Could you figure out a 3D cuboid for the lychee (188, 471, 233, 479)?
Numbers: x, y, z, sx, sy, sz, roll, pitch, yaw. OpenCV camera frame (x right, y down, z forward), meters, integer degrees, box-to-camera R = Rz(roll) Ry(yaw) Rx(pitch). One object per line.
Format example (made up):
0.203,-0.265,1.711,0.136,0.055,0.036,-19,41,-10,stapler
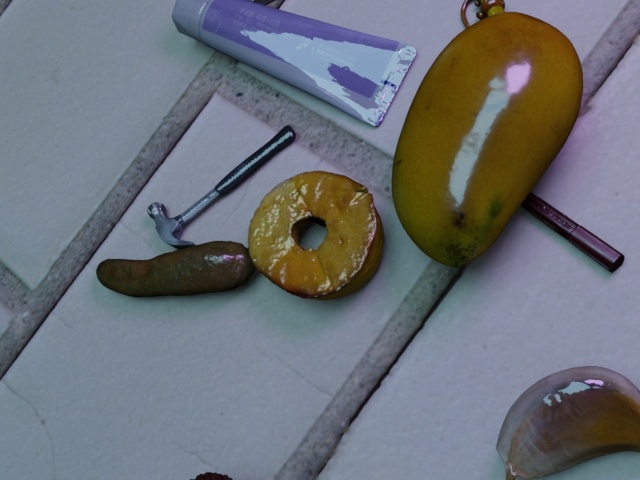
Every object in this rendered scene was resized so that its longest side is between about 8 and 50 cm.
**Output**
-0.134,0.381,1.109,0.188,0.188,0.188,-8,68,22,lychee

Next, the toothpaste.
-0.050,-0.280,1.369,0.371,0.080,0.125,24,84,24,toothpaste

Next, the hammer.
-0.131,-0.077,1.356,0.246,0.029,0.103,-37,61,7,hammer

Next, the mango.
0.190,-0.121,1.133,0.211,0.173,0.317,14,76,58,mango

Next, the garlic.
0.266,0.213,1.039,0.198,0.090,0.128,-27,75,8,garlic

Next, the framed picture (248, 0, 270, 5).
-0.074,-0.492,1.486,0.189,0.023,0.260,-22,64,13,framed picture

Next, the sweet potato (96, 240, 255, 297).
-0.211,0.046,1.325,0.273,0.075,0.075,-7,69,27,sweet potato

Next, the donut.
0.001,-0.001,1.242,0.190,0.075,0.174,7,76,31,donut

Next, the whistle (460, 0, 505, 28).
0.228,-0.302,1.277,0.046,0.057,0.109,-3,50,-24,whistle

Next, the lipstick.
0.289,-0.022,1.147,0.027,0.027,0.176,-49,58,1,lipstick
